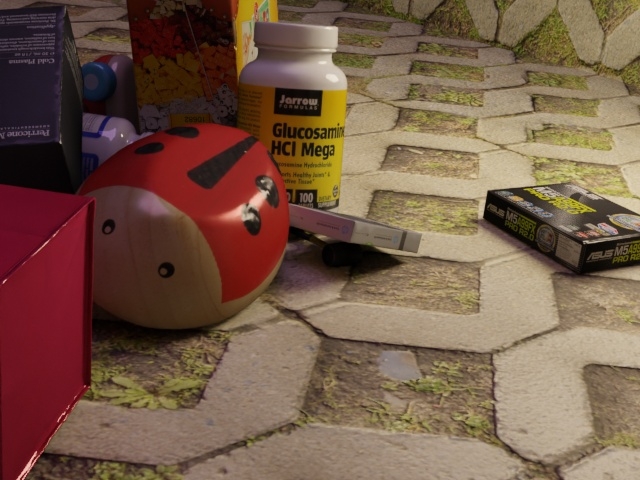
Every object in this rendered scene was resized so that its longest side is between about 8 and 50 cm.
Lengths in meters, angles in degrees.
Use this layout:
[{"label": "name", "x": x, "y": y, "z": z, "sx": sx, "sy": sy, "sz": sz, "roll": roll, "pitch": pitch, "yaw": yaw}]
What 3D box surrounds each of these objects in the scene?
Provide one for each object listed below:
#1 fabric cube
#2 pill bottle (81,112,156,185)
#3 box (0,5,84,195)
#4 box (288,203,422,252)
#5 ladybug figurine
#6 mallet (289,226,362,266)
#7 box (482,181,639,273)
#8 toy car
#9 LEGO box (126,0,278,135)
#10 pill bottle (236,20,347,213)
[{"label": "fabric cube", "x": -0.404, "y": 0.086, "z": 1.076, "sx": 0.258, "sy": 0.254, "sz": 0.259, "roll": 8, "pitch": 22, "yaw": 6}, {"label": "pill bottle", "x": -0.410, "y": -0.147, "z": 1.789, "sx": 0.272, "sy": 0.152, "sz": 0.152, "roll": 8, "pitch": 22, "yaw": 4}, {"label": "box", "x": -0.562, "y": -0.195, "z": 1.613, "sx": 0.343, "sy": 0.179, "sz": 0.313, "roll": -4, "pitch": 52, "yaw": -5}, {"label": "box", "x": 0.054, "y": -0.019, "z": 1.657, "sx": 0.145, "sy": 0.038, "sz": 0.186, "roll": 16, "pitch": 4, "yaw": 39}, {"label": "ladybug figurine", "x": -0.185, "y": -0.047, "z": 1.476, "sx": 0.305, "sy": 0.162, "sz": 0.449, "roll": 33, "pitch": 33, "yaw": 1}, {"label": "mallet", "x": 0.000, "y": 0.000, "z": 1.696, "sx": 0.062, "sy": 0.039, "sz": 0.189, "roll": -1, "pitch": 18, "yaw": -29}, {"label": "box", "x": 0.462, "y": -0.030, "z": 1.853, "sx": 0.216, "sy": 0.060, "sz": 0.270, "roll": -7, "pitch": 26, "yaw": -29}, {"label": "toy car", "x": -0.469, "y": -0.254, "z": 2.003, "sx": 0.238, "sy": 0.210, "sz": 0.219, "roll": -1, "pitch": 9, "yaw": 15}, {"label": "LEGO box", "x": -0.210, "y": -0.351, "z": 2.031, "sx": 0.193, "sy": 0.373, "sz": 0.500, "roll": 0, "pitch": 21, "yaw": 7}, {"label": "pill bottle", "x": -0.051, "y": -0.202, "z": 1.748, "sx": 0.187, "sy": 0.334, "sz": 0.188, "roll": 3, "pitch": 13, "yaw": -1}]
